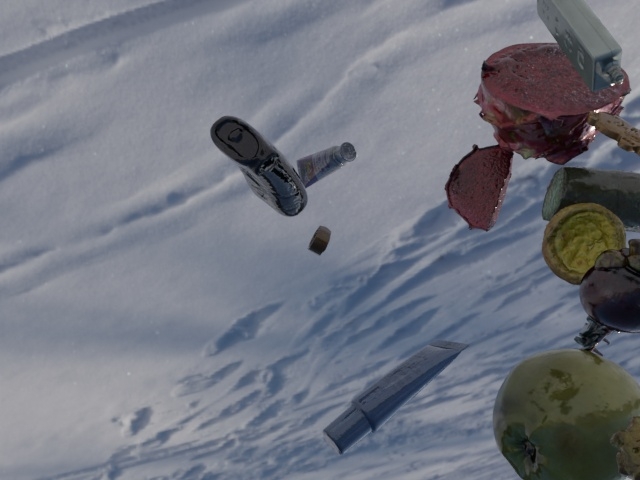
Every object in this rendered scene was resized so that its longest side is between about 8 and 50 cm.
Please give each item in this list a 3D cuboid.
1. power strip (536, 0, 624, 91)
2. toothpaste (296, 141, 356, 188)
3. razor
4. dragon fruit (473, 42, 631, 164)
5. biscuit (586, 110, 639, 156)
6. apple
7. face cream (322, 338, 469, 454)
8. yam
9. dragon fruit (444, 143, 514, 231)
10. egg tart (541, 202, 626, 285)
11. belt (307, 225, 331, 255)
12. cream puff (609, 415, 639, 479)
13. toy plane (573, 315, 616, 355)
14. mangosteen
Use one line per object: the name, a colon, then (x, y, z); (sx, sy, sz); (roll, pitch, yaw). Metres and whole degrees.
power strip: (0.525, -0.424, 1.261); (0.058, 0.338, 0.098); (-19, 143, 6)
toothpaste: (0.004, -0.254, 2.066); (0.073, 0.114, 0.299); (-10, 175, -36)
razor: (-0.145, -0.188, 1.582); (0.113, 0.204, 0.349); (-46, 156, -5)
dragon fruit: (0.586, -0.343, 1.611); (0.371, 0.386, 0.249); (11, 137, 17)
biscuit: (0.677, -0.231, 1.356); (0.133, 0.184, 0.027); (-12, 139, -33)
apple: (0.761, 0.558, 1.913); (0.474, 0.473, 0.473); (-14, 149, -9)
face cream: (0.171, 0.344, 1.425); (0.385, 0.086, 0.136); (-34, -169, -22)
yam: (0.709, -0.103, 1.557); (0.268, 0.161, 0.161); (5, 148, 4)
dragon fruit: (0.444, -0.154, 1.761); (0.161, 0.274, 0.126); (17, 173, 18)
egg tart: (0.602, 0.011, 1.417); (0.191, 0.191, 0.074); (-30, 161, 16)
belt: (0.000, 0.000, 1.325); (0.036, 0.083, 0.059); (28, 101, -5)
cream puff: (0.392, 0.257, 0.744); (0.083, 0.083, 0.058); (-42, 127, -7)
toy plane: (0.919, 0.300, 2.051); (0.223, 0.104, 0.326); (-54, 154, -13)
mangosteen: (0.635, 0.094, 1.278); (0.200, 0.199, 0.200); (-14, 149, -9)
